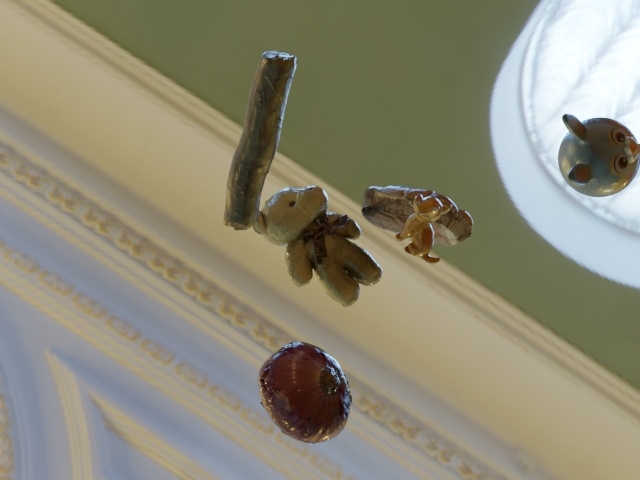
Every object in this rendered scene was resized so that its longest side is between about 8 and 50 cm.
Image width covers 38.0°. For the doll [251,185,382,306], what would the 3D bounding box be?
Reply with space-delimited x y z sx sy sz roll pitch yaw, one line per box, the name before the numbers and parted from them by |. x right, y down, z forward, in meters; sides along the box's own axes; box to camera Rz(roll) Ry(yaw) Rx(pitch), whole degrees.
doll | 0.003 -0.003 1.851 0.278 0.149 0.175 44 -151 7

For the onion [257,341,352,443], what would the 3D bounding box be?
onion | -0.021 0.171 1.028 0.115 0.104 0.115 37 -142 -36

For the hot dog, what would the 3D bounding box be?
hot dog | 0.181 -0.053 1.823 0.253 0.131 0.069 14 -120 41

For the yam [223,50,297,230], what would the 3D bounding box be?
yam | -0.105 -0.163 1.545 0.067 0.317 0.071 10 -155 -13

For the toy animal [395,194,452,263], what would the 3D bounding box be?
toy animal | 0.141 -0.018 1.201 0.060 0.083 0.081 -20 -111 -51

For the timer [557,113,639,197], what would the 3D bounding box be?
timer | 0.539 -0.168 1.784 0.175 0.175 0.255 43 -176 12
